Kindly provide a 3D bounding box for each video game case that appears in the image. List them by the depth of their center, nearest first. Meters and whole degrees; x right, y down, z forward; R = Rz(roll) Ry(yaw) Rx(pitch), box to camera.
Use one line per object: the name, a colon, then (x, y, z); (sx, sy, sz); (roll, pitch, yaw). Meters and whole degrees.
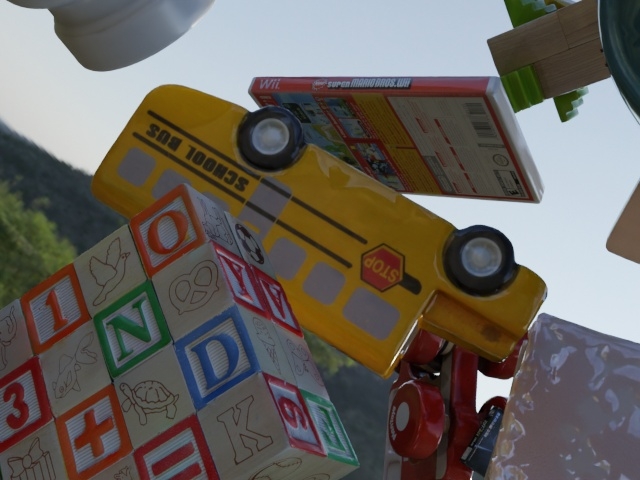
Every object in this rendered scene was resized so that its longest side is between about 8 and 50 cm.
video game case: (0.085, -0.110, 0.986); (0.285, 0.025, 0.204); (6, -26, 31)

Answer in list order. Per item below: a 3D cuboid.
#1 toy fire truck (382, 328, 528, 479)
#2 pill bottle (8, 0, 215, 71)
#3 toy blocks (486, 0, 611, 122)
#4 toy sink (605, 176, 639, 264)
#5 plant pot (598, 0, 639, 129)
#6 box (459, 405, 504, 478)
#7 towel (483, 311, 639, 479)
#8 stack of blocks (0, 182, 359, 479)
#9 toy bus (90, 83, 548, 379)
toy fire truck: (0.159, 0.209, 1.278); (0.169, 0.302, 0.254); (12, -23, -19)
pill bottle: (-0.179, -0.245, 0.565); (0.153, 0.153, 0.265); (31, -18, 48)
toy blocks: (0.395, -0.277, 1.147); (0.260, 0.381, 0.191); (-16, -81, 38)
toy sink: (0.526, -0.033, 1.218); (0.234, 0.131, 0.153); (21, -54, 6)
plant pot: (0.249, -0.115, 0.413); (0.290, 0.195, 0.290); (9, -80, 64)
box: (0.224, 0.262, 1.132); (0.067, 0.083, 0.018); (37, -11, -10)
towel: (0.266, 0.250, 0.667); (0.316, 0.332, 0.053); (18, -23, 12)
stack of blocks: (-0.147, 0.124, 0.533); (0.087, 0.297, 0.171); (37, 22, -57)
toy bus: (0.000, 0.000, 0.694); (0.332, 0.130, 0.108); (31, -8, 10)
